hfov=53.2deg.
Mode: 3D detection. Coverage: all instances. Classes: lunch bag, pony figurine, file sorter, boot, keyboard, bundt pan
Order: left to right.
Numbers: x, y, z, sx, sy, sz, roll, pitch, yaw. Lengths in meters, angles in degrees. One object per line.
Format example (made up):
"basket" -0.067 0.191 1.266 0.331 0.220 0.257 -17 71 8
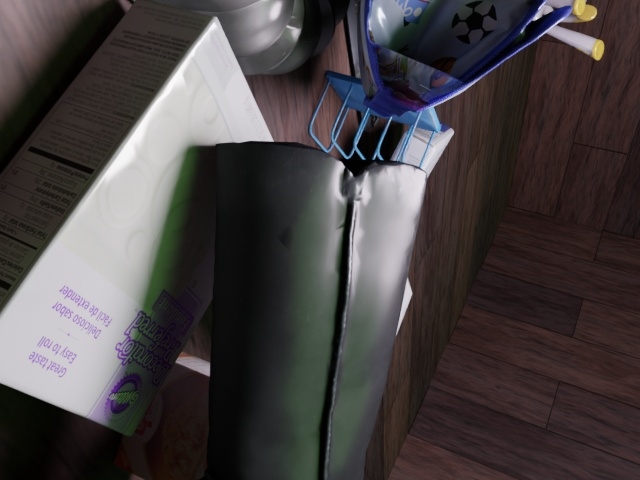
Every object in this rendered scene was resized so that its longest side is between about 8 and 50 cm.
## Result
"boot" -0.083 0.129 0.569 0.367 0.146 0.445 4 100 -43
"bundt pan" -0.048 -0.316 0.641 0.331 0.124 0.331 -50 150 -44
"file sorter" 0.083 -0.177 1.003 0.104 0.170 0.118 -67 158 -5
"keyboard" 0.106 -0.356 1.109 0.201 0.033 0.317 -61 157 -28
"lunch bag" 0.161 -0.324 0.740 0.328 0.239 0.385 -84 -162 -80
"pony figurine" 0.426 -0.540 1.411 0.351 0.363 0.302 25 90 -53

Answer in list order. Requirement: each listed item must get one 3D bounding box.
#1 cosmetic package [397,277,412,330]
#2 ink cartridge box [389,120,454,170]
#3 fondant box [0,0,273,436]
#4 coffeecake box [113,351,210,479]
"cosmetic package" -0.011 0.055 0.868 0.138 0.224 0.224 -66 157 -18
"ink cartridge box" 0.140 -0.072 1.249 0.330 0.071 0.324 -61 173 20
"fondant box" -0.172 -0.011 0.589 0.330 0.096 0.238 -60 156 -19
"coffeecake box" -0.132 0.228 0.756 0.068 0.185 0.142 22 85 -69
